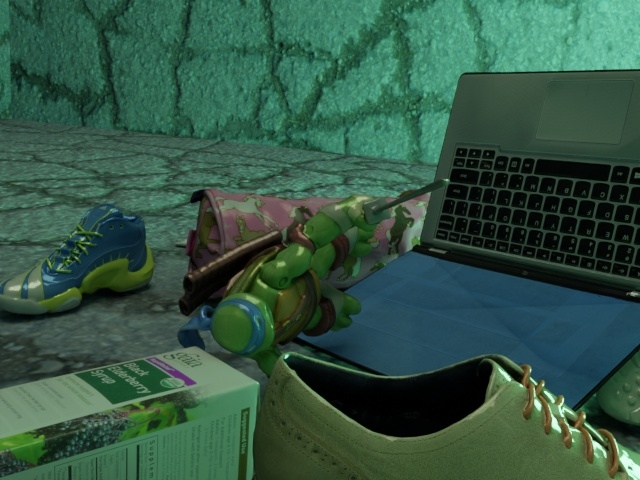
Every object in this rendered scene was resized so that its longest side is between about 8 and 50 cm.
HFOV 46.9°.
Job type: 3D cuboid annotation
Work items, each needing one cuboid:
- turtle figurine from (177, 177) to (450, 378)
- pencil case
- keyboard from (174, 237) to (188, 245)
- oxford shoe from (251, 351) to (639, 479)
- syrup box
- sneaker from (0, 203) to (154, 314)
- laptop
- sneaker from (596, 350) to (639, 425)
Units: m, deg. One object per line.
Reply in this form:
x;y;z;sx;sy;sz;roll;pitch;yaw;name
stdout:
0.027;0.062;0.704;0.274;0.198;0.266;-20;6;15;turtle figurine
0.000;0.000;1.088;0.386;0.160;0.167;-2;54;-25;pencil case
-0.177;-0.016;1.392;0.072;0.014;0.256;9;14;20;keyboard
0.146;0.158;0.481;0.396;0.147;0.140;5;13;1;oxford shoe
-0.164;0.151;0.523;0.236;0.096;0.093;-9;18;-40;syrup box
-0.322;0.016;0.971;0.091;0.126;0.240;12;15;30;sneaker
0.200;-0.032;0.847;0.236;0.408;0.382;13;0;-42;laptop
0.379;0.146;0.781;0.235;0.090;0.095;-9;-12;-21;sneaker
